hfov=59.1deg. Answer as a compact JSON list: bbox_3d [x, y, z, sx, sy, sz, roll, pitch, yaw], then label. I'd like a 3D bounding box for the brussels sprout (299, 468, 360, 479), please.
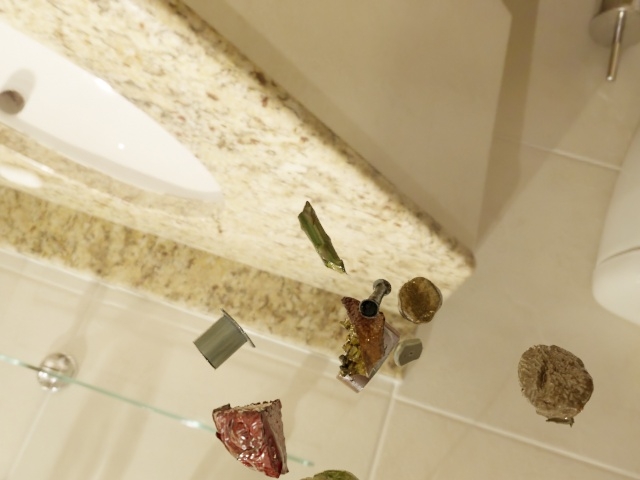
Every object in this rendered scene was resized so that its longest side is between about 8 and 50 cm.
[{"bbox_3d":[0.047,0.891,1.911,0.271,0.219,0.210,33,-173,-20],"label":"brussels sprout"}]

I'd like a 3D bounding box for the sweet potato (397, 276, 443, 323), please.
[{"bbox_3d":[0.339,0.203,1.920,0.158,0.157,0.370,14,178,15],"label":"sweet potato"}]

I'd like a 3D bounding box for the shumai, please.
[{"bbox_3d":[0.555,0.370,1.371,0.167,0.206,0.175,10,125,15],"label":"shumai"}]

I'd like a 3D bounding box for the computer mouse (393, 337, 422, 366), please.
[{"bbox_3d":[0.318,0.404,2.074,0.056,0.089,0.182,23,-162,40],"label":"computer mouse"}]

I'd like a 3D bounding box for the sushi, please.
[{"bbox_3d":[0.127,0.325,1.836,0.179,0.166,0.296,-12,138,-9],"label":"sushi"}]

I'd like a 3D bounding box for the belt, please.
[{"bbox_3d":[0.187,0.454,2.246,0.122,0.217,0.338,35,119,5],"label":"belt"}]

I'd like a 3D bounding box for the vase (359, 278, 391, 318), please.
[{"bbox_3d":[0.158,0.163,1.608,0.059,0.059,0.167,13,-159,15],"label":"vase"}]

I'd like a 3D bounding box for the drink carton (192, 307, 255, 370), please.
[{"bbox_3d":[-0.410,0.404,2.307,0.185,0.190,0.191,41,162,36],"label":"drink carton"}]

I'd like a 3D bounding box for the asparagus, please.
[{"bbox_3d":[0.000,-0.001,2.149,0.085,0.343,0.082,-19,158,-18],"label":"asparagus"}]

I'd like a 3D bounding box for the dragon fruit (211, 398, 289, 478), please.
[{"bbox_3d":[-0.204,0.567,1.751,0.303,0.240,0.330,21,150,7],"label":"dragon fruit"}]
